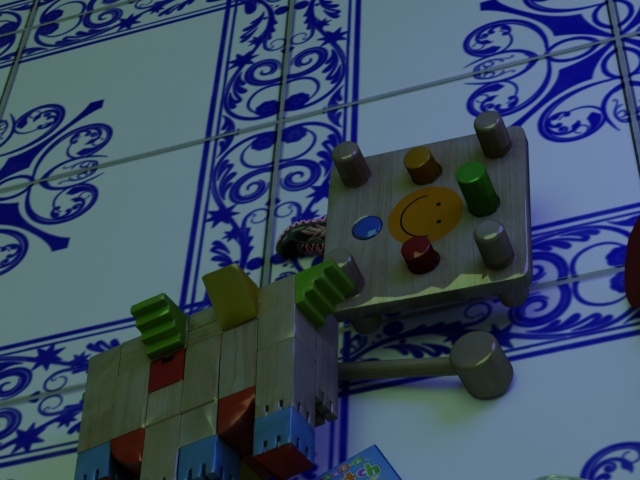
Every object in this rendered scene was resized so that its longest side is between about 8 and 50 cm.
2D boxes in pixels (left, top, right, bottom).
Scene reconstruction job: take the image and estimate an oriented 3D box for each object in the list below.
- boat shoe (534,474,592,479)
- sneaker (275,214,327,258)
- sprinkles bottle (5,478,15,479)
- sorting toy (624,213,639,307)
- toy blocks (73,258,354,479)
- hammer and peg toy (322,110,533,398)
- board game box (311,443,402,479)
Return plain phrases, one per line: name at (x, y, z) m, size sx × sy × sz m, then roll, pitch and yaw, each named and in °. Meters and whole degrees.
boat shoe at (0.308, 0.280, 1.596) m, size 0.302 × 0.103 × 0.113 m, roll 19°, pitch 51°, yaw 43°
sneaker at (0.000, 0.000, 2.181) m, size 0.119 × 0.047 × 0.057 m, roll -22°, pitch 47°, yaw 2°
sprinkles bottle at (-0.454, 0.401, 1.825) m, size 0.355 × 0.121 × 0.121 m, roll -32°, pitch 37°, yaw -13°
sorting toy at (0.425, 0.102, 1.799) m, size 0.126 × 0.127 × 0.365 m, roll 7°, pitch 38°, yaw -10°
toy blocks at (-0.128, 0.207, 1.872) m, size 0.381 × 0.191 × 0.261 m, roll -22°, pitch 41°, yaw 22°
hammer and peg toy at (0.117, 0.018, 1.980) m, size 0.266 × 0.127 × 0.361 m, roll -11°, pitch 45°, yaw 17°
board game box at (0.037, 0.317, 1.746) m, size 0.160 × 0.039 × 0.211 m, roll -28°, pitch 36°, yaw -9°
